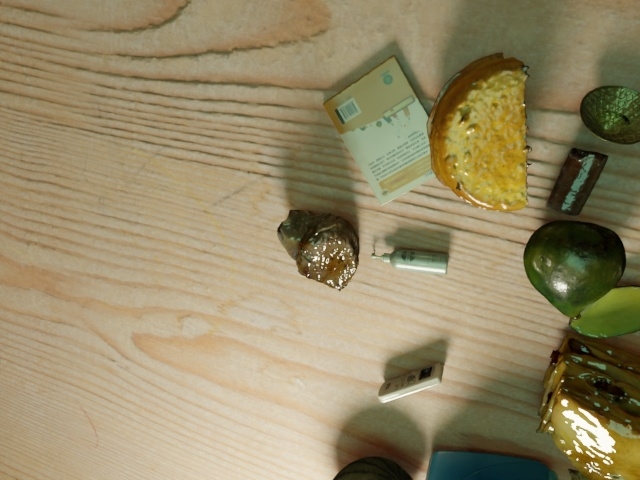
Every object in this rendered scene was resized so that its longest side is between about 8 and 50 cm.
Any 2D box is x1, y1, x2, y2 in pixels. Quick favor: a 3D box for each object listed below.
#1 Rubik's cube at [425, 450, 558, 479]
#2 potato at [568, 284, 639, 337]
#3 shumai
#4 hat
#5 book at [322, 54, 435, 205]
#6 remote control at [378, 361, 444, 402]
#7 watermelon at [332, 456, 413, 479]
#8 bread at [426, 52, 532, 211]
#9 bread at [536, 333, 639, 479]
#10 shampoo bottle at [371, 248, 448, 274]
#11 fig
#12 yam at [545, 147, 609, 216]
[{"bbox_3d":[0.442,0.799,1.199,0.352,0.351,0.347,-1,107,16],"label":"Rubik's cube"},{"bbox_3d":[0.680,0.160,1.073,0.198,0.054,0.119,-39,93,29],"label":"potato"},{"bbox_3d":[0.002,-0.003,1.213,0.184,0.218,0.185,-41,49,14],"label":"shumai"},{"bbox_3d":[0.600,-0.243,0.964,0.146,0.067,0.146,-2,68,4],"label":"hat"},{"bbox_3d":[0.162,-0.257,1.121,0.208,0.020,0.295,-28,97,24],"label":"book"},{"bbox_3d":[0.245,0.390,1.272,0.190,0.087,0.029,-28,93,25],"label":"remote control"},{"bbox_3d":[0.135,0.793,1.336,0.279,0.279,0.359,30,113,7],"label":"watermelon"},{"bbox_3d":[0.325,-0.208,0.982,0.179,0.194,0.340,-7,109,6],"label":"bread"},{"bbox_3d":[0.654,0.438,1.061,0.314,0.191,0.370,18,116,32],"label":"bread"},{"bbox_3d":[0.225,0.051,1.184,0.195,0.056,0.056,5,109,16],"label":"shampoo bottle"},{"bbox_3d":[0.549,0.073,1.011,0.195,0.195,0.245,-3,103,19],"label":"fig"},{"bbox_3d":[0.554,-0.129,1.007,0.079,0.079,0.141,19,113,12],"label":"yam"}]
